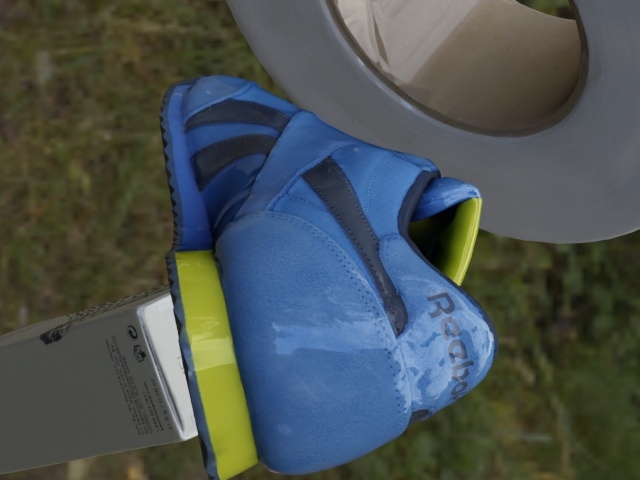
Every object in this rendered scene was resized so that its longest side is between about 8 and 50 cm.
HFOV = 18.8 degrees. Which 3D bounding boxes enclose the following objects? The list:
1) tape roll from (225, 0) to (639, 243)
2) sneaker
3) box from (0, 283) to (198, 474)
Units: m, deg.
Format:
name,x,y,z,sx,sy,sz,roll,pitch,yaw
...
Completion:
name,x,y,z,sx,sy,sz,roll,pitch,yaw
tape roll,0.085,-0.135,0.925,0.100,0.286,0.286,-49,130,-33
sneaker,0.000,0.000,0.527,0.209,0.082,0.069,-108,-175,-69
box,-0.149,0.094,1.345,0.113,0.275,0.094,-23,95,-42
